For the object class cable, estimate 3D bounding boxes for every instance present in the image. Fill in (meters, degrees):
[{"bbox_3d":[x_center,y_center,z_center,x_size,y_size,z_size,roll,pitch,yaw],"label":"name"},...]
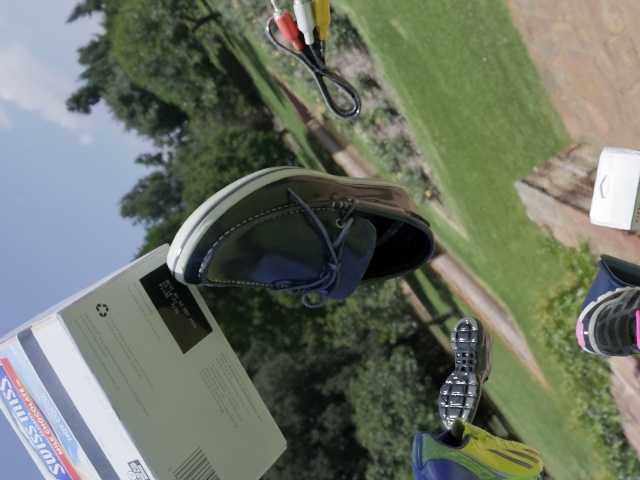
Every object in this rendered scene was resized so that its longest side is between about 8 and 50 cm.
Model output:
[{"bbox_3d":[-0.015,-0.359,1.516,0.072,0.140,0.287,-93,-18,-69],"label":"cable"}]

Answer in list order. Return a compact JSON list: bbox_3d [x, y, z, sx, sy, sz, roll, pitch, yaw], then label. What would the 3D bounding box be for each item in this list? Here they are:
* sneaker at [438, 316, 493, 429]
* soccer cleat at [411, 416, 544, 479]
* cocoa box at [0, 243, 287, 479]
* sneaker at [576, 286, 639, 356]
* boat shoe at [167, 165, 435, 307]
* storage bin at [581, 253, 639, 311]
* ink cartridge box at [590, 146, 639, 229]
[{"bbox_3d":[0.346,0.311,1.736,0.101,0.267,0.106,-5,151,43],"label":"sneaker"},{"bbox_3d":[0.255,0.333,1.197,0.289,0.093,0.121,6,-114,-41],"label":"soccer cleat"},{"bbox_3d":[-0.261,0.227,1.071,0.347,0.228,0.231,61,-144,-7],"label":"cocoa box"},{"bbox_3d":[0.319,0.075,0.688,0.075,0.171,0.063,-148,55,-81],"label":"sneaker"},{"bbox_3d":[0.000,0.000,1.144,0.500,0.186,0.156,-6,-137,-48],"label":"boat shoe"},{"bbox_3d":[0.451,0.094,1.102,0.135,0.091,0.098,17,-154,-9],"label":"storage bin"},{"bbox_3d":[0.659,-0.108,1.584,0.218,0.158,0.092,-3,-166,-42],"label":"ink cartridge box"}]
